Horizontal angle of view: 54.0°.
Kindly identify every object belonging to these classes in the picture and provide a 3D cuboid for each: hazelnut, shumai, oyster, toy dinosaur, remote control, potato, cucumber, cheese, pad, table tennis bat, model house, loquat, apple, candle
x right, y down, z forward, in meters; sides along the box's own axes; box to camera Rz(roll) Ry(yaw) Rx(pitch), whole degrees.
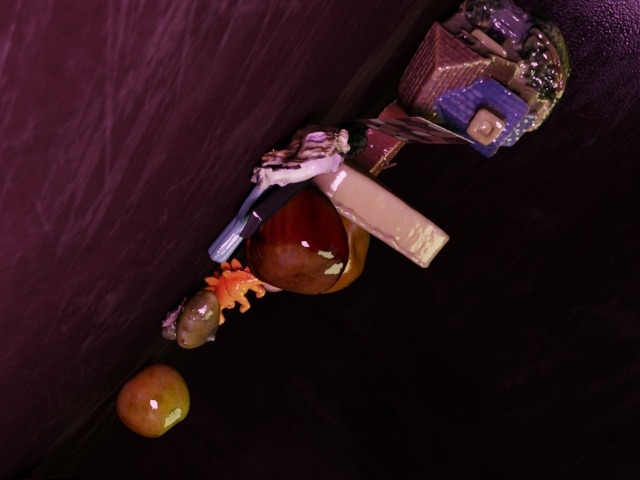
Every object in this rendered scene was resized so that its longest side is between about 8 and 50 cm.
[{"bbox_3d":[-0.042,-0.010,1.236,0.229,0.229,0.229,-47,178,-2],"label":"hazelnut"},{"bbox_3d":[-0.311,0.208,1.433,0.082,0.080,0.083,-45,178,-21],"label":"shumai"},{"bbox_3d":[-0.032,-0.125,0.955,0.163,0.081,0.191,-22,171,-3],"label":"oyster"},{"bbox_3d":[-0.189,0.096,1.377,0.288,0.117,0.070,-30,-160,28],"label":"toy dinosaur"},{"bbox_3d":[-0.301,0.146,1.311,0.083,0.019,0.054,-47,174,19],"label":"oyster"},{"bbox_3d":[-0.066,-0.074,1.067,0.063,0.025,0.245,-51,179,36],"label":"remote control"},{"bbox_3d":[-0.252,0.169,1.319,0.105,0.085,0.188,-49,170,-39],"label":"potato"},{"bbox_3d":[0.054,-0.203,1.311,0.067,0.067,0.293,-48,178,16],"label":"cucumber"},{"bbox_3d":[0.089,-0.108,1.447,0.104,0.384,0.384,-53,177,10],"label":"cheese"},{"bbox_3d":[0.192,-0.232,1.334,0.235,0.158,0.003,16,-90,58],"label":"pad"},{"bbox_3d":[-0.112,-0.057,1.070,0.237,0.038,0.149,-50,178,10],"label":"table tennis bat"},{"bbox_3d":[0.342,-0.344,1.324,0.266,0.321,0.261,-44,170,-42],"label":"model house"},{"bbox_3d":[0.000,0.000,1.718,0.276,0.276,0.283,128,-18,-71],"label":"loquat"},{"bbox_3d":[-0.445,0.429,1.687,0.196,0.196,0.196,-47,178,-2],"label":"apple"},{"bbox_3d":[0.145,-0.237,1.799,0.287,0.131,0.317,-43,175,-33],"label":"candle"}]

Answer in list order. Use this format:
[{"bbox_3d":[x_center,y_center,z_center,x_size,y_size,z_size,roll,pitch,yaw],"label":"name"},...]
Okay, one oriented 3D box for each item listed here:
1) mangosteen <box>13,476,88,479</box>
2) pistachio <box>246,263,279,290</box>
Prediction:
[{"bbox_3d":[-0.573,0.652,1.303,0.382,0.382,0.434,-45,145,-51],"label":"mangosteen"},{"bbox_3d":[-0.083,0.019,1.470,0.229,0.157,0.157,-55,-177,-35],"label":"pistachio"}]
